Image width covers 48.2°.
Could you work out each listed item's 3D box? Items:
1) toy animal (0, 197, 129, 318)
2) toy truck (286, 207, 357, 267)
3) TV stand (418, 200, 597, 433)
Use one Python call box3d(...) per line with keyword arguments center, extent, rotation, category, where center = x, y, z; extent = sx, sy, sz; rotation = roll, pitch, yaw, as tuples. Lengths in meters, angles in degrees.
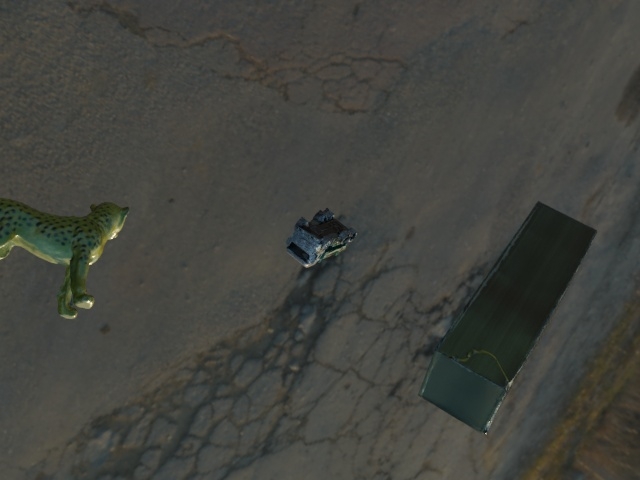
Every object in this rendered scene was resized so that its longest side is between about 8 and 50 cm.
box3d(center=(-0.302, 0.000, 0.741), extent=(0.181, 0.136, 0.073), rotation=(13, 151, -15), category="toy animal")
box3d(center=(0.000, 0.000, 0.686), extent=(0.083, 0.039, 0.044), rotation=(-21, 145, -60), category="toy truck")
box3d(center=(0.209, 0.076, 0.778), extent=(0.269, 0.083, 0.088), rotation=(-45, 156, -37), category="TV stand")
